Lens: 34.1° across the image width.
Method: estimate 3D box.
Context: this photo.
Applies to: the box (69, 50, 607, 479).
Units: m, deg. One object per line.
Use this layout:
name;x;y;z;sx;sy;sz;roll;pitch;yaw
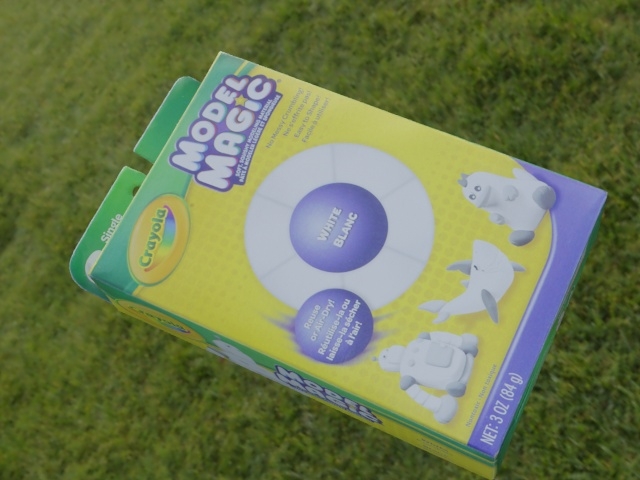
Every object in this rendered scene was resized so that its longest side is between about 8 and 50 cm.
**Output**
box;0.000;0.000;0.380;0.179;0.043;0.105;21;71;17
